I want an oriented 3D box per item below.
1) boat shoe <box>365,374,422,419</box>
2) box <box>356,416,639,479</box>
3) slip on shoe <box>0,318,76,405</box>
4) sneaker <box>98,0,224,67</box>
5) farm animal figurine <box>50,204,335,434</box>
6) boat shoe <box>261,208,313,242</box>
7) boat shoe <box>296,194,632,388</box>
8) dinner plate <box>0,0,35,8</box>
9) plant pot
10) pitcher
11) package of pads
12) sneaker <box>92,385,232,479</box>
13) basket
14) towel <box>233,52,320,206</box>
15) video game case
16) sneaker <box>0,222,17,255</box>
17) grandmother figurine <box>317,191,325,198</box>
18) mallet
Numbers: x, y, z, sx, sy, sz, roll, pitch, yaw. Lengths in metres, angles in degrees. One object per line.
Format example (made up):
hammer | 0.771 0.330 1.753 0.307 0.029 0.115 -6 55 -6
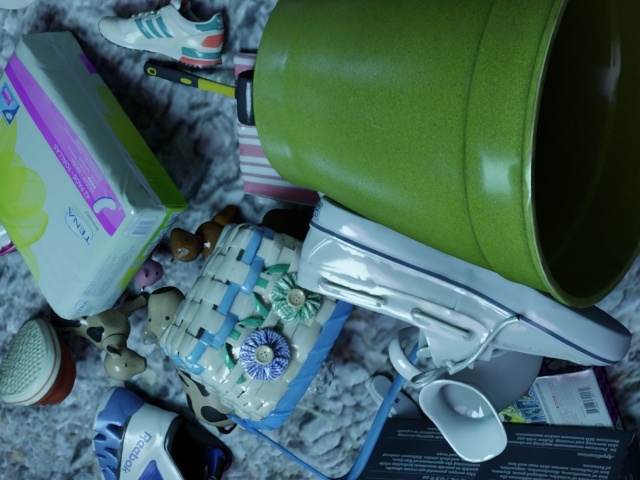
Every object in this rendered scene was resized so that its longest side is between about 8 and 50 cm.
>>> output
boat shoe | 0.096 0.220 1.815 0.100 0.035 0.035 47 156 -14
box | 0.196 0.386 1.642 0.343 0.312 0.179 0 122 28
slip on shoe | -0.386 0.179 1.887 0.101 0.123 0.331 28 170 -12
sneaker | -0.186 -0.259 1.613 0.161 0.057 0.075 18 111 15
farm animal figurine | -0.187 0.123 1.787 0.330 0.172 0.327 -25 109 36
boat shoe | 0.000 0.000 1.700 0.152 0.056 0.049 19 154 2
boat shoe | 0.141 0.088 1.464 0.367 0.136 0.156 22 101 4
dinner plate | -0.402 -0.349 1.671 0.141 0.017 0.141 13 126 19
plant pot | 0.136 -0.147 1.374 0.353 0.366 0.366 12 127 33
pitcher | 0.174 0.134 1.604 0.178 0.207 0.125 45 129 -7
package of pads | -0.318 -0.077 1.691 0.296 0.101 0.229 55 130 19
sneaker | -0.227 0.371 2.003 0.182 0.127 0.315 10 124 21
basket | -0.025 0.127 1.607 0.289 0.255 0.201 30 172 -22
towel | -0.032 -0.133 1.639 0.144 0.029 0.197 9 122 19
video game case | 0.289 0.257 1.739 0.210 0.042 0.232 -11 116 31
sneaker | -0.507 0.001 1.875 0.252 0.103 0.111 -35 87 1
grandmother figurine | 0.152 -0.018 1.567 0.342 0.104 0.208 22 95 8
mallet | -0.138 -0.179 1.630 0.189 0.039 0.062 11 118 35
